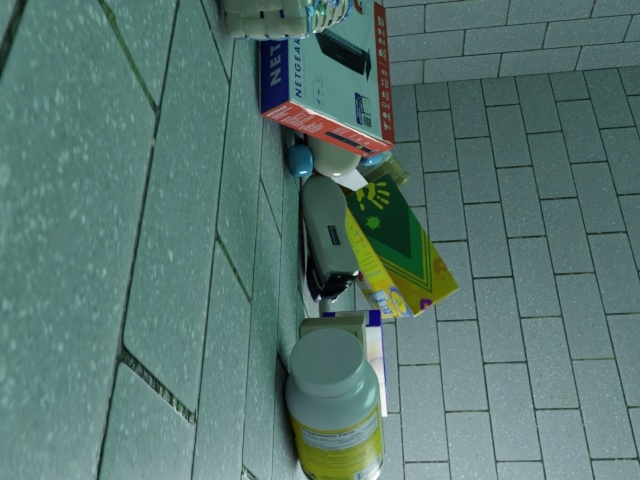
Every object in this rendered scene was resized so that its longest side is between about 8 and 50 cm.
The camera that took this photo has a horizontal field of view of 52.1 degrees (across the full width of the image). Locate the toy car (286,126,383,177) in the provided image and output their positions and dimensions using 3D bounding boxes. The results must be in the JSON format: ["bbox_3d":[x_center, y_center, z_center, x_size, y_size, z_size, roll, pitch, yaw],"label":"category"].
[{"bbox_3d":[-0.004,-0.264,1.544,0.238,0.219,0.210,-150,-128,-63],"label":"toy car"}]

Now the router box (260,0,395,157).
[{"bbox_3d":[0.017,-0.367,1.317,0.301,0.082,0.335,13,68,-44],"label":"router box"}]

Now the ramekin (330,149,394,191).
[{"bbox_3d":[0.160,-0.318,2.611,0.273,0.272,0.127,75,1,-62],"label":"ramekin"}]

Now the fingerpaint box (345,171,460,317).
[{"bbox_3d":[0.189,0.035,1.942,0.371,0.163,0.445,59,-10,3],"label":"fingerpaint box"}]

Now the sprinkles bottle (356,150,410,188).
[{"bbox_3d":[0.118,-0.293,1.974,0.355,0.121,0.121,50,12,-6],"label":"sprinkles bottle"}]

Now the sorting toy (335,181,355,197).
[{"bbox_3d":[0.071,-0.252,2.057,0.127,0.126,0.366,61,36,-60],"label":"sorting toy"}]

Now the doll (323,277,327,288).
[{"bbox_3d":[0.005,0.038,1.786,0.129,0.046,0.189,-15,-105,61],"label":"doll"}]

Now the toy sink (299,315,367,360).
[{"bbox_3d":[0.037,0.309,1.578,0.131,0.152,0.234,-36,123,-83],"label":"toy sink"}]

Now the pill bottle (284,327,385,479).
[{"bbox_3d":[0.030,0.342,1.315,0.188,0.188,0.334,-85,170,-52],"label":"pill bottle"}]

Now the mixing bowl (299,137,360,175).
[{"bbox_3d":[0.012,-0.236,1.709,0.098,0.181,0.181,-44,-141,52],"label":"mixing bowl"}]

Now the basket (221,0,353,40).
[{"bbox_3d":[-0.043,-0.429,0.987,0.289,0.201,0.255,-70,157,-50],"label":"basket"}]

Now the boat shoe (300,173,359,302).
[{"bbox_3d":[0.000,0.000,1.686,0.158,0.127,0.341,119,-31,-48],"label":"boat shoe"}]

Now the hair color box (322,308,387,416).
[{"bbox_3d":[0.109,0.388,2.045,0.110,0.185,0.339,-81,166,-63],"label":"hair color box"}]
